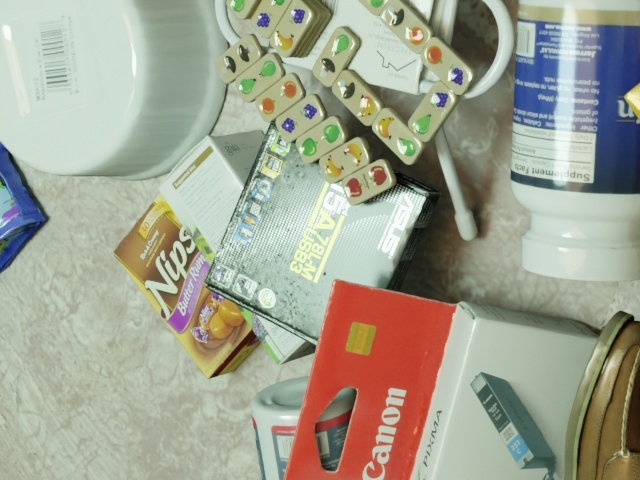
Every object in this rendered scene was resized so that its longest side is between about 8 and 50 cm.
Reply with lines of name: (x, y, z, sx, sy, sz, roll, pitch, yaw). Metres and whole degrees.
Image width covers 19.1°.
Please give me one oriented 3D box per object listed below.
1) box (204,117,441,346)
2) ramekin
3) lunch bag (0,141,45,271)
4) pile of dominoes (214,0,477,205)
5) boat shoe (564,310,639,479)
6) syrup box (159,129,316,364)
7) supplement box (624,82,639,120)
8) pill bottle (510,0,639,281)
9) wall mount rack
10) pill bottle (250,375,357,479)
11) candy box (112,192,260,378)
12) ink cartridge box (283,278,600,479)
box: (0.000, 0.000, 1.889, 0.184, 0.045, 0.190, 28, 101, 22)
ramekin: (-0.249, -0.197, 2.072, 0.277, 0.135, 0.277, 5, 100, 32)
lunch bag: (-0.475, -0.038, 2.262, 0.293, 0.138, 0.221, -40, 72, 21)
pile of dominoes: (0.007, -0.163, 1.813, 0.251, 0.040, 0.196, 46, 121, 22)
boat shoe: (0.289, 0.216, 1.802, 0.104, 0.111, 0.307, 20, 117, 26)
syrup box: (-0.056, 0.003, 1.998, 0.096, 0.093, 0.237, -45, 73, 30)
supplement box: (0.399, -0.133, 1.615, 0.191, 0.194, 0.129, -41, 75, 31)
pill bottle: (0.251, -0.101, 1.744, 0.153, 0.153, 0.264, 8, 102, 32)
wall mount rack: (0.058, -0.167, 1.880, 0.350, 0.130, 0.304, 17, 103, 35)
pill bottle: (-0.005, 0.235, 1.900, 0.108, 0.108, 0.180, 3, 109, 33)
candy box: (-0.134, 0.045, 2.081, 0.186, 0.053, 0.109, 52, 121, 18)
ink cartridge box: (0.107, 0.204, 1.826, 0.066, 0.261, 0.296, -133, 55, -71)
